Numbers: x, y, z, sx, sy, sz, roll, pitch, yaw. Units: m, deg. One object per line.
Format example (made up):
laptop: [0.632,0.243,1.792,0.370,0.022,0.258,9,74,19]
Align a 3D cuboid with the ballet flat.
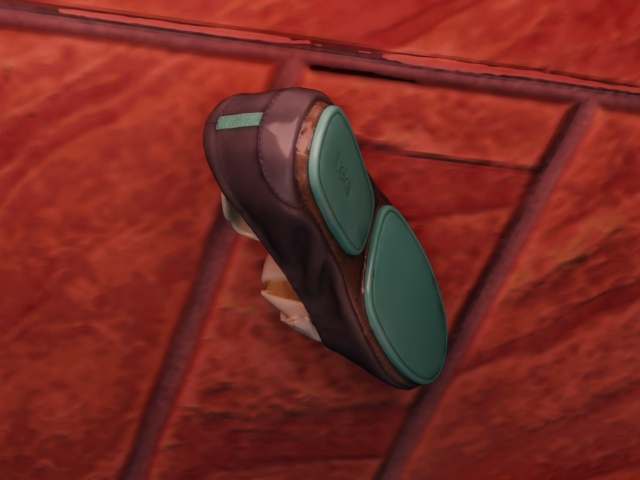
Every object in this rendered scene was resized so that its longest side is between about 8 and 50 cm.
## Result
ballet flat: [0.000,0.000,0.840,0.074,0.074,0.203,-19,144,9]
